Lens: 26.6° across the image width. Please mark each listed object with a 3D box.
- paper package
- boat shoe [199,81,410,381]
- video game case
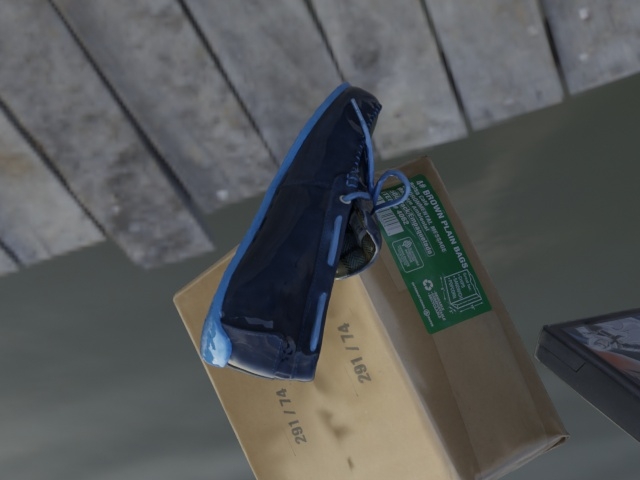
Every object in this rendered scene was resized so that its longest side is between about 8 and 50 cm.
[{"bbox_3d":[0.043,0.126,1.385,0.168,0.324,0.309,-19,169,-42],"label":"paper package"},{"bbox_3d":[0.000,0.000,0.933,0.089,0.258,0.109,23,146,4],"label":"boat shoe"},{"bbox_3d":[0.334,0.123,0.969,0.248,0.275,0.035,-8,122,-34],"label":"video game case"}]
